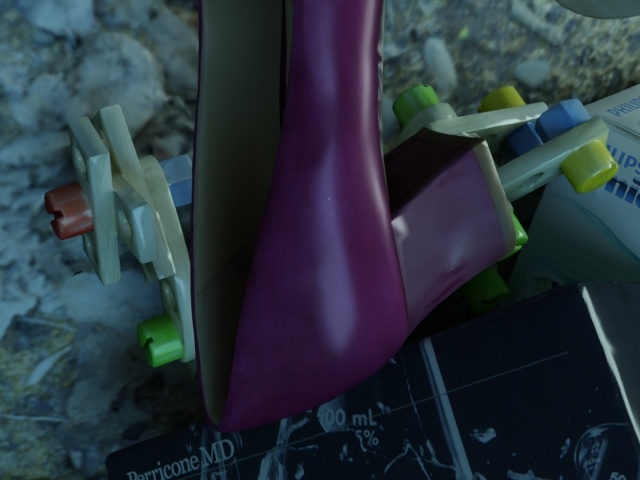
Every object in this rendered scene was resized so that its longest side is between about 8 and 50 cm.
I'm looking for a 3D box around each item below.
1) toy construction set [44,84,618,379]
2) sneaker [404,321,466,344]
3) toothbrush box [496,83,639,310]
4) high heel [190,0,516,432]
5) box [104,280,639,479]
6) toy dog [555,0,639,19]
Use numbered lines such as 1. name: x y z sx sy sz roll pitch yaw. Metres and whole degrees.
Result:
1. toy construction set: 0.000 0.000 0.624 0.327 0.151 0.215 -5 154 -17
2. sneaker: 0.085 0.110 0.837 0.086 0.064 0.192 -25 159 33
3. toothbrush box: 0.238 0.035 0.752 0.216 0.126 0.295 -22 136 -47
4. high heel: -0.050 -0.096 0.447 0.181 0.127 0.377 -34 106 -17
5. box: 0.079 0.224 0.597 0.343 0.312 0.179 -25 164 30
6. toy dog: 0.101 -0.265 0.456 0.161 0.220 0.334 0 125 10
